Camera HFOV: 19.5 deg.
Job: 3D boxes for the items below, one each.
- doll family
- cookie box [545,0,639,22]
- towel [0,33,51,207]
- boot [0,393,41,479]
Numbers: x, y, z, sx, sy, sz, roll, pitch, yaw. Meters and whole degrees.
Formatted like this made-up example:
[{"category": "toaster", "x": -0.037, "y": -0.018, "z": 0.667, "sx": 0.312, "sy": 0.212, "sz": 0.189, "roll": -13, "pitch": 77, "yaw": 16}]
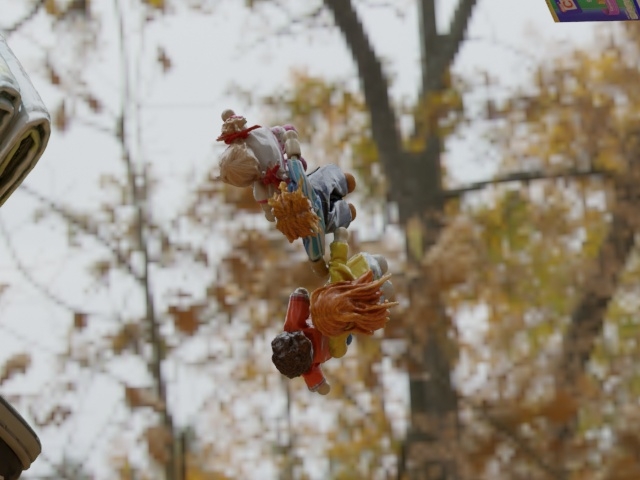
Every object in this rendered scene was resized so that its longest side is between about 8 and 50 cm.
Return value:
[{"category": "doll family", "x": 0.000, "y": 0.000, "z": 1.599, "sx": 0.118, "sy": 0.263, "sz": 0.163, "roll": -16, "pitch": 3, "yaw": 19}, {"category": "cookie box", "x": 0.259, "y": -0.257, "z": 1.787, "sx": 0.107, "sy": 0.040, "sz": 0.092, "roll": 6, "pitch": -46, "yaw": 47}, {"category": "towel", "x": -0.406, "y": -0.073, "z": 1.755, "sx": 0.320, "sy": 0.374, "sz": 0.090, "roll": -47, "pitch": -57, "yaw": 4}, {"category": "boot", "x": -0.246, "y": 0.091, "z": 0.740, "sx": 0.236, "sy": 0.179, "sz": 0.085, "roll": 34, "pitch": -20, "yaw": -23}]
